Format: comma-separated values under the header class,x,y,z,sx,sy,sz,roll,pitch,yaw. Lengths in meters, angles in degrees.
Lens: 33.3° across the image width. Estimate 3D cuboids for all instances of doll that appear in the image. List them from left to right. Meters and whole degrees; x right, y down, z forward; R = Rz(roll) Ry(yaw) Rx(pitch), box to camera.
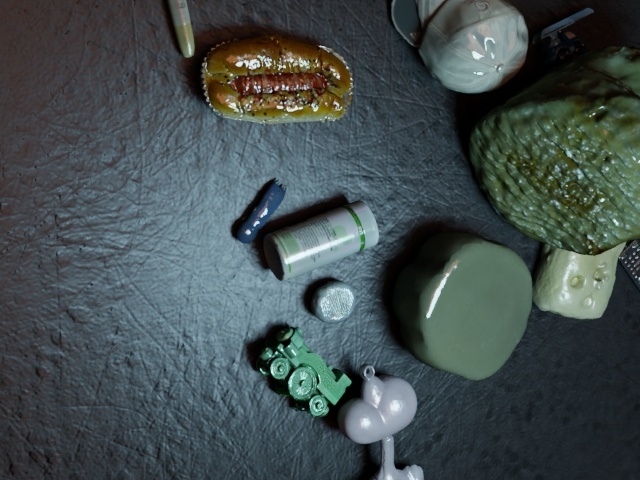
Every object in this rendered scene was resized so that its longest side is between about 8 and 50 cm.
class,x,y,z,sx,sy,sz,roll,pitch,yaw
doll,-0.099,-0.048,1.795,0.037,0.027,0.125,41,78,-26
doll,0.113,0.389,1.932,0.160,0.094,0.365,-18,108,-26

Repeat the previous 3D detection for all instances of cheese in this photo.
class,x,y,z,sx,sy,sz,roll,pitch,yaw
cheese,0.509,0.021,2.058,0.159,0.093,0.263,13,93,-28

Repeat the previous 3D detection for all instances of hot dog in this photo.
class,x,y,z,sx,sy,sz,roll,pitch,yaw
hot dog,-0.070,-0.261,1.742,0.268,0.075,0.144,-1,102,-23

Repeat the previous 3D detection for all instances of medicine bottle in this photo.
class,x,y,z,sx,sy,sz,roll,pitch,yaw
medicine bottle,0.000,0.000,1.816,0.183,0.086,0.086,-21,108,-21

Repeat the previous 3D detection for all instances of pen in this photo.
class,x,y,z,sx,sy,sz,roll,pitch,yaw
pen,-0.235,-0.400,1.664,0.040,0.032,0.233,-10,105,0

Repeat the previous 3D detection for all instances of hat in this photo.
class,x,y,z,sx,sy,sz,roll,pitch,yaw
hat,0.259,-0.389,1.834,0.232,0.161,0.275,-20,104,-25

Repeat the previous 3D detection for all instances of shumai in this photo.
class,x,y,z,sx,sy,sz,roll,pitch,yaw
shumai,0.487,-0.191,1.891,0.324,0.397,0.323,51,56,-16

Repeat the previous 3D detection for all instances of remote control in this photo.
class,x,y,z,sx,sy,sz,roll,pitch,yaw
remote control,0.680,0.094,2.189,0.063,0.025,0.245,-45,115,-11

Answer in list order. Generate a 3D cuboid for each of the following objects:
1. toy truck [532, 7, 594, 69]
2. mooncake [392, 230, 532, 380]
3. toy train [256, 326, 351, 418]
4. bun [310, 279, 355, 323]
class,x,y,z,sx,sy,sz,roll,pitch,yaw
toy truck,0.463,-0.375,1.987,0.136,0.063,0.074,-27,92,-23
mooncake,0.257,0.113,1.933,0.275,0.135,0.275,-7,105,-27
toy train,-0.032,0.228,1.851,0.104,0.071,0.178,-50,117,-18
bun,0.021,0.107,1.867,0.083,0.045,0.083,-5,100,-28
